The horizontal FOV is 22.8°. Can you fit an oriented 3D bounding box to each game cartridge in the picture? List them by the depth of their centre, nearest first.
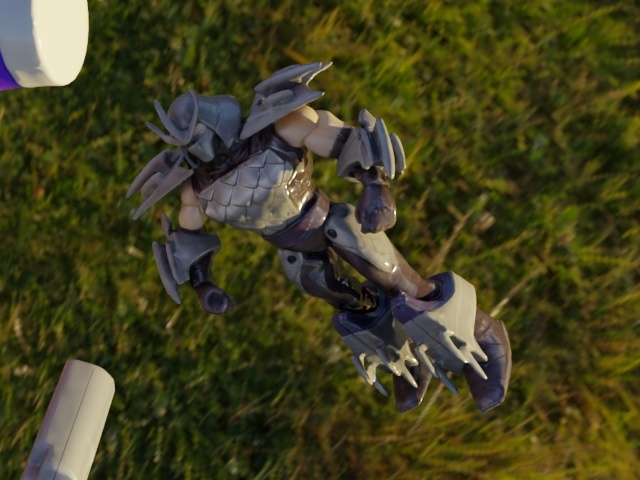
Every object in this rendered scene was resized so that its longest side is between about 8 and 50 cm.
[{"bbox_3d":[-0.247,0.256,1.343,0.060,0.294,0.196,19,24,-10],"label":"game cartridge"}]

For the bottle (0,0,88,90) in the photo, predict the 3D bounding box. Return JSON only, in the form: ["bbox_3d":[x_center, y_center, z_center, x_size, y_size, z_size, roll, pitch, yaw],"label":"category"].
[{"bbox_3d":[-0.258,-0.105,0.785,0.282,0.092,0.118,0,54,15],"label":"bottle"}]

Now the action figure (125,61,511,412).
[{"bbox_3d":[0.000,0.000,0.991,0.285,0.185,0.099,42,45,-28],"label":"action figure"}]
